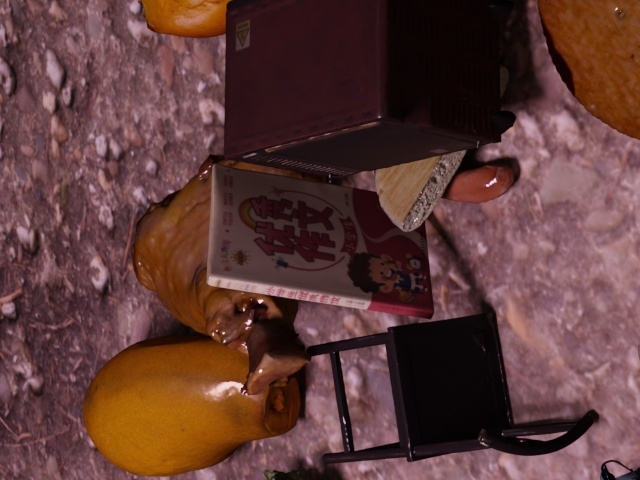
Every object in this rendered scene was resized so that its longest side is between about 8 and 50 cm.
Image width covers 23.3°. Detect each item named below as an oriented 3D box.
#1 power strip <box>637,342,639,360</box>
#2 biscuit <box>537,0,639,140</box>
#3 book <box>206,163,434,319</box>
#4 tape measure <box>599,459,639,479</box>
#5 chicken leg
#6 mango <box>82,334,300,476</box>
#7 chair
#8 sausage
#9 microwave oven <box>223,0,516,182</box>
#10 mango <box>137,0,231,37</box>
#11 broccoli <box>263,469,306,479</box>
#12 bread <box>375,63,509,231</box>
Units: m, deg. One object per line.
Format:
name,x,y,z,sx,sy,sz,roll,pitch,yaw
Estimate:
power strip,0.376,0.116,1.314,0.198,0.065,0.213,-54,41,39
biscuit,0.314,-0.233,1.372,0.305,0.038,0.305,10,103,48
book,0.000,0.000,1.580,0.162,0.232,0.022,-92,16,-45
tape measure,0.261,0.273,1.390,0.104,0.180,0.107,37,121,22
chicken leg,-0.076,0.011,1.694,0.295,0.182,0.409,-57,25,15
mango,-0.167,0.195,1.877,0.187,0.144,0.359,41,141,-18
chair,0.123,0.150,1.546,0.260,0.155,0.141,-15,83,51
sausage,0.127,-0.064,1.606,0.186,0.043,0.043,10,101,49
microwave oven,0.041,-0.172,1.519,0.247,0.178,0.188,-12,72,46
mango,-0.128,-0.329,1.760,0.187,0.138,0.257,62,157,-10
broccoli,-0.059,0.342,1.773,0.167,0.160,0.154,134,121,-63
bread,0.113,-0.107,1.590,0.193,0.036,0.112,-59,37,4
